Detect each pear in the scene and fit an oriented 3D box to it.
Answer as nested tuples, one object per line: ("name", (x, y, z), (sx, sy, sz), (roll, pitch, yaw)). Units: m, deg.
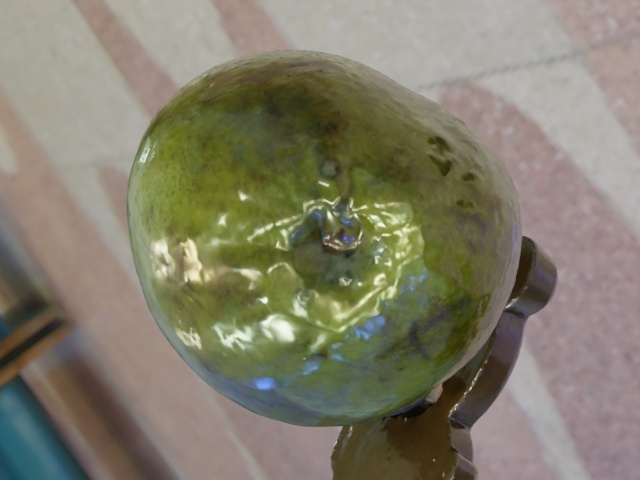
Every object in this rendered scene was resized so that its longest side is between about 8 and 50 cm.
("pear", (0.000, 0.000, 1.632), (0.352, 0.352, 0.413), (54, 175, -3))

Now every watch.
("watch", (0.031, 0.086, 1.994), (0.326, 0.335, 0.314), (26, 160, -31))
